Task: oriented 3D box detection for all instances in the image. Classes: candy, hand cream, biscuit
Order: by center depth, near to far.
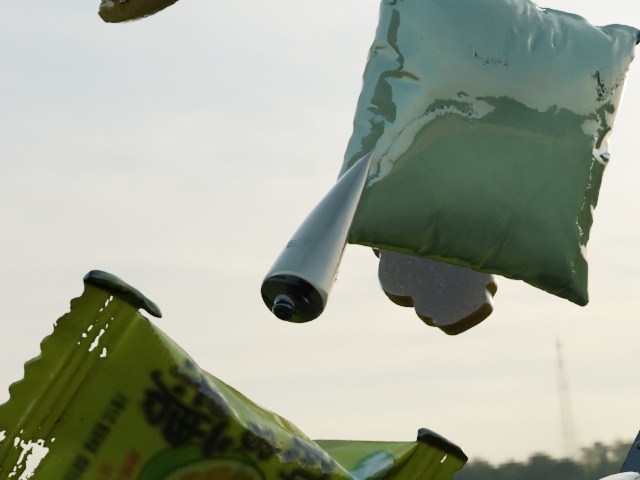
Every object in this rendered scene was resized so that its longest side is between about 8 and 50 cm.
[{"bbox_3d":[-0.064,0.152,0.832,0.297,0.187,0.081,31,5,-24],"label":"candy"},{"bbox_3d":[0.000,0.000,1.098,0.054,0.186,0.087,32,-47,-6],"label":"hand cream"},{"bbox_3d":[0.158,0.013,1.866,0.186,0.295,0.044,-29,-42,13],"label":"biscuit"}]

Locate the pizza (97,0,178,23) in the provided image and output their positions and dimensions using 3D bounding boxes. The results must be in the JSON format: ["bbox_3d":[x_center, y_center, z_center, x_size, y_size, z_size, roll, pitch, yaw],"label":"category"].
[{"bbox_3d":[-0.131,-0.280,1.064,0.185,0.195,0.052,-27,-29,37],"label":"pizza"}]

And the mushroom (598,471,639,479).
[{"bbox_3d":[0.300,0.285,1.087,0.178,0.226,0.226,-43,-30,25],"label":"mushroom"}]

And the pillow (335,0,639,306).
[{"bbox_3d":[0.166,-0.111,1.321,0.310,0.312,0.119,15,-8,-24],"label":"pillow"}]

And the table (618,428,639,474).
[{"bbox_3d":[0.407,0.212,1.231,0.240,0.121,0.111,20,-15,30],"label":"table"}]
